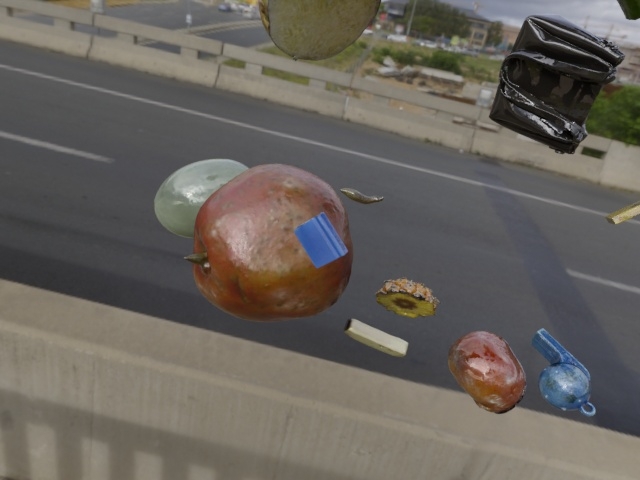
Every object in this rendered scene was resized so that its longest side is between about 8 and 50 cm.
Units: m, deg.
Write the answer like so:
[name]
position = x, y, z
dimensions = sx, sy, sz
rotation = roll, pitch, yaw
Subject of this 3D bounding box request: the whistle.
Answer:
[whistle]
position = 0.415, 0.240, 0.845
dimensions = 0.091, 0.090, 0.158
rotation = -7, 43, -36

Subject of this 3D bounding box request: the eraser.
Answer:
[eraser]
position = 0.000, 0.000, 0.850
dimensions = 0.084, 0.063, 0.027
rotation = 58, 30, -6

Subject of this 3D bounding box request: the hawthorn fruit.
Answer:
[hawthorn fruit]
position = -0.135, 0.013, 1.152
dimensions = 0.404, 0.402, 0.402
rotation = 10, 23, -4

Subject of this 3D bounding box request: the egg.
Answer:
[egg]
position = -0.367, -0.137, 1.582
dimensions = 0.353, 0.258, 0.258
rotation = -20, 26, 1

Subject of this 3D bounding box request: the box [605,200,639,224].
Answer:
[box]
position = 0.748, -0.082, 1.109
dimensions = 0.023, 0.155, 0.087
rotation = 62, 22, 3

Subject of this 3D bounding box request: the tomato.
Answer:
[tomato]
position = 0.424, 0.341, 1.287
dimensions = 0.155, 0.180, 0.214
rotation = 27, 20, -31

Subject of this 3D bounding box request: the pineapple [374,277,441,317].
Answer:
[pineapple]
position = 0.275, 0.178, 1.526
dimensions = 0.225, 0.224, 0.076
rotation = 14, 65, 5

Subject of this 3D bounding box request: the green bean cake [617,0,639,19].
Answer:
[green bean cake]
position = 0.779, -0.653, 0.979
dimensions = 0.335, 0.218, 0.319
rotation = -49, 18, -22

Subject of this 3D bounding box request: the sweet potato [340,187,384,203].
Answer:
[sweet potato]
position = 0.140, -0.148, 1.649
dimensions = 0.153, 0.041, 0.038
rotation = 13, 53, 0

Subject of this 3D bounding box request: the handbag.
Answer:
[handbag]
position = 0.561, -0.371, 1.164
dimensions = 0.114, 0.285, 0.257
rotation = -24, 51, -28

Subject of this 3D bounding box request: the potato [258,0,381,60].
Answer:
[potato]
position = -0.015, -0.461, 0.884
dimensions = 0.116, 0.239, 0.299
rotation = 50, 23, 21

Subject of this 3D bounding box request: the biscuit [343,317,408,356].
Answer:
[biscuit]
position = 0.159, 0.275, 1.362
dimensions = 0.188, 0.056, 0.052
rotation = 23, 66, -2
